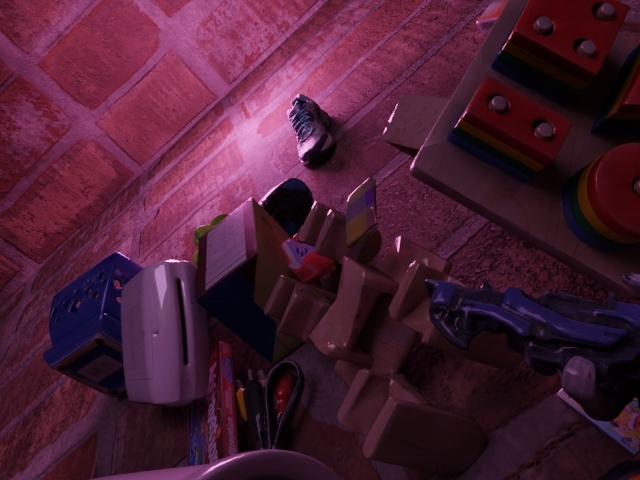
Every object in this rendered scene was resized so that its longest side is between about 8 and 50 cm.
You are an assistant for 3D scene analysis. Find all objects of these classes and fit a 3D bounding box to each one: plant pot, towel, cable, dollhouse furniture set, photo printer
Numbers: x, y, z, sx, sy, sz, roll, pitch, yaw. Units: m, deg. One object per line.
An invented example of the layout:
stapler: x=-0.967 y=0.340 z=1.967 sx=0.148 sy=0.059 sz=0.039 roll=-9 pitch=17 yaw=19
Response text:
plant pot: x=-0.468 y=0.207 z=1.240 sx=0.236 sy=0.236 sz=0.212 roll=-32 pitch=37 yaw=20
towel: x=0.052 y=-0.035 z=0.695 sx=0.060 sy=0.009 sz=0.083 roll=-41 pitch=38 yaw=42
cable: x=-0.064 y=0.296 z=0.812 sx=0.139 sy=0.072 sz=0.287 roll=-29 pitch=44 yaw=12
dollhouse furniture set: x=0.158 y=0.043 z=0.739 sx=0.394 sy=0.256 sz=0.362 roll=-65 pitch=28 yaw=6
photo printer: x=-0.291 y=0.175 z=1.004 sx=0.307 sy=0.107 sz=0.256 roll=-27 pitch=68 yaw=58

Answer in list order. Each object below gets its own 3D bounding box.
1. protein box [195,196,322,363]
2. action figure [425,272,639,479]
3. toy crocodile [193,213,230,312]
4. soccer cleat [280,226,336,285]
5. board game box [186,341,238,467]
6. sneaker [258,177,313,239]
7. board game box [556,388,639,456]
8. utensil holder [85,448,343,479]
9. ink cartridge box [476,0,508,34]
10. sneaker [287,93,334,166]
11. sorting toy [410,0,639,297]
protein box: x=-0.106 y=0.069 z=0.980 sx=0.136 sy=0.200 sz=0.201 roll=-36 pitch=30 yaw=12
action figure: x=0.236 y=0.147 z=0.421 sx=0.341 sy=0.178 sz=0.330 roll=17 pitch=70 yaw=29
toy crocodile: x=-0.271 y=0.072 z=1.298 sx=0.340 sy=0.105 sz=0.115 roll=-80 pitch=3 yaw=-45
soccer cleat: x=0.000 y=0.000 z=0.987 sx=0.083 sy=0.095 sz=0.248 roll=-31 pitch=9 yaw=25
board game box: x=-0.181 y=0.311 z=0.892 sx=0.145 sy=0.027 sz=0.281 roll=-58 pitch=24 yaw=20
sneaker: x=-0.145 y=-0.002 z=1.201 sx=0.139 sy=0.125 sz=0.341 roll=3 pitch=53 yaw=55
board game box: x=0.327 y=0.131 z=0.532 sx=0.154 sy=0.026 sz=0.103 roll=-46 pitch=29 yaw=-2
utensil holder: x=-0.167 y=0.391 z=0.529 sx=0.385 sy=0.327 sz=0.328 roll=-23 pitch=35 yaw=38
ink cartridge box: x=0.460 y=-0.550 z=1.225 sx=0.179 sy=0.045 sz=0.145 roll=-54 pitch=31 yaw=-12
sneaker: x=-0.043 y=-0.302 z=1.459 sx=0.110 sy=0.122 sz=0.283 roll=-34 pitch=31 yaw=18
sorting toy: x=0.265 y=-0.120 z=0.535 sx=0.257 sy=0.255 sz=0.089 roll=-58 pitch=-4 yaw=-15
